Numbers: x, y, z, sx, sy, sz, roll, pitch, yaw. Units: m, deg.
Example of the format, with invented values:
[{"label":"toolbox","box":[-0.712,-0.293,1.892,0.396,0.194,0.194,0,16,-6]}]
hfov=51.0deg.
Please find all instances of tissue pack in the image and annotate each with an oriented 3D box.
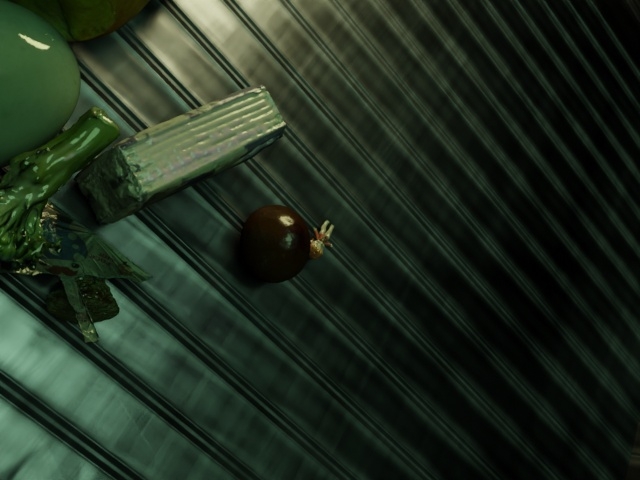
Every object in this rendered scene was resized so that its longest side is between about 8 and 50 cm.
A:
[{"label":"tissue pack","box":[-0.263,-0.161,1.257,0.344,0.242,0.125,-32,100,-36]}]

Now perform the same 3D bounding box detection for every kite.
[{"label":"kite","box":[-0.438,0.044,1.133,0.335,0.011,0.314,4,46,-43]}]

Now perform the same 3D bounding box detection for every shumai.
[{"label":"shumai","box":[-0.418,0.089,1.188,0.124,0.099,0.087,25,46,-46]}]

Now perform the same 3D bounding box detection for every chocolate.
[{"label":"chocolate","box":[-0.086,0.004,1.403,0.177,0.177,0.176,9,74,-35]}]

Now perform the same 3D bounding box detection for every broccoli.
[{"label":"broccoli","box":[-0.434,-0.090,1.032,0.304,0.145,0.165,-46,132,-12]}]

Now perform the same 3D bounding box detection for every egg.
[{"label":"egg","box":[-0.564,-0.237,1.030,0.389,0.276,0.276,-23,93,-41]}]

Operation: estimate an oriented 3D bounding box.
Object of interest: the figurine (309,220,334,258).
[{"label":"figurine","box":[0.000,0.000,1.539,0.064,0.047,0.109,41,49,-13]}]

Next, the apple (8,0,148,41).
[{"label":"apple","box":[-0.414,-0.523,1.115,0.339,0.339,0.339,9,74,-35]}]
